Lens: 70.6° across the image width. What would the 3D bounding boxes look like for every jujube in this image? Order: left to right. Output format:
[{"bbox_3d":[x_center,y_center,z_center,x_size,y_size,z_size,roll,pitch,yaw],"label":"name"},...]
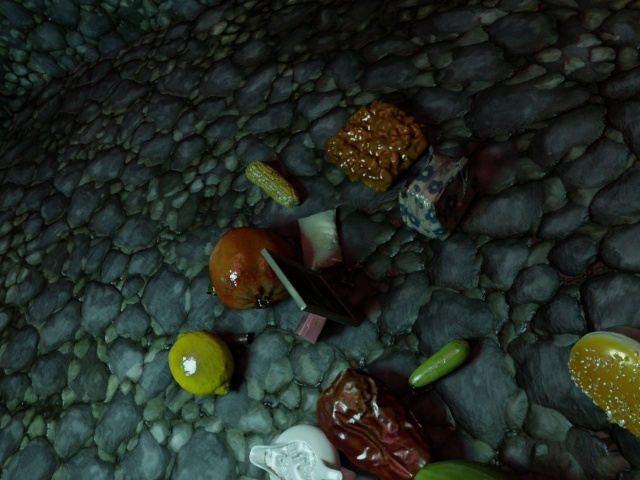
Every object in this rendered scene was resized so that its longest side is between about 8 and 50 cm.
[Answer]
[{"bbox_3d":[0.144,0.494,1.175,0.342,0.216,0.216,35,82,21],"label":"jujube"}]

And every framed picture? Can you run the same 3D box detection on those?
[{"bbox_3d":[-0.023,0.145,1.342,0.020,0.324,0.240,-47,54,10],"label":"framed picture"}]

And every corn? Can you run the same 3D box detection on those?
[{"bbox_3d":[-0.181,-0.216,1.732,0.101,0.101,0.292,-46,55,-4],"label":"corn"}]

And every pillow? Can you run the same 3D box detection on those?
[{"bbox_3d":[0.000,0.000,1.570,0.148,0.050,0.229,-15,57,11],"label":"pillow"}]

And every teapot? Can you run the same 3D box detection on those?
[{"bbox_3d":[-0.039,0.605,1.219,0.298,0.139,0.204,-5,61,25],"label":"teapot"}]

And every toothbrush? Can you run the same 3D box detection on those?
[{"bbox_3d":[-0.404,0.357,1.572,0.364,0.041,0.040,-10,61,19],"label":"toothbrush"}]

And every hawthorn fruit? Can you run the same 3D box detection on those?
[{"bbox_3d":[-0.226,0.064,1.501,0.287,0.287,0.330,-26,61,10],"label":"hawthorn fruit"}]

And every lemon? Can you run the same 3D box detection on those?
[{"bbox_3d":[-0.379,0.393,1.451,0.257,0.188,0.188,42,86,17],"label":"lemon"}]

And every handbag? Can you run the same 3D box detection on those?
[{"bbox_3d":[0.360,-0.155,1.402,0.190,0.193,0.251,30,80,29],"label":"handbag"}]

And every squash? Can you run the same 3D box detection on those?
[{"bbox_3d":[0.324,0.341,1.239,0.201,0.066,0.066,-37,56,3],"label":"squash"}]

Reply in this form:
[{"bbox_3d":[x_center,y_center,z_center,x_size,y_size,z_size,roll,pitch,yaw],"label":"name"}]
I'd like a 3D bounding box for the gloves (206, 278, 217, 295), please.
[{"bbox_3d":[-0.340,0.078,1.645,0.107,0.135,0.268,29,77,-10],"label":"gloves"}]

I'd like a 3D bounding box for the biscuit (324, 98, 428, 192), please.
[{"bbox_3d":[0.203,-0.344,1.621,0.312,0.110,0.318,-46,56,-5],"label":"biscuit"}]

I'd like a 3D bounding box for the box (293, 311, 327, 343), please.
[{"bbox_3d":[-0.028,0.255,1.393,0.060,0.156,0.111,29,78,-5],"label":"box"}]

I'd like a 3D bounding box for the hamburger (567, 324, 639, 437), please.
[{"bbox_3d":[0.703,0.324,0.990,0.151,0.227,0.295,-26,50,-18],"label":"hamburger"}]

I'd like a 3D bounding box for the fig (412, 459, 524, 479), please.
[{"bbox_3d":[0.333,0.609,0.956,0.316,0.316,0.316,-10,61,19],"label":"fig"}]
